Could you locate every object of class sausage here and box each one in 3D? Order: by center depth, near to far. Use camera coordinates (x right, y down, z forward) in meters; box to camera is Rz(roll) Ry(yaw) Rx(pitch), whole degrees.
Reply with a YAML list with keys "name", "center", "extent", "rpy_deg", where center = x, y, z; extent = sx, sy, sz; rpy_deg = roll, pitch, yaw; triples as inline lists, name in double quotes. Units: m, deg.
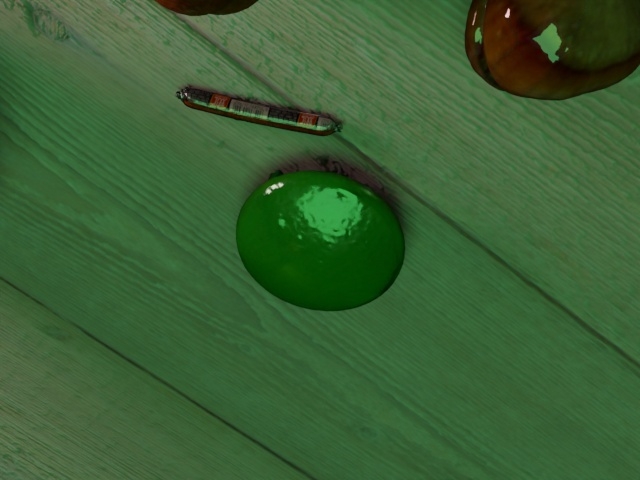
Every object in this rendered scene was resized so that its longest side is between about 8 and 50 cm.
- name: "sausage"
  center: [-0.071, -0.149, 1.255]
  extent: [0.198, 0.025, 0.028]
  rpy_deg: [11, 97, 1]

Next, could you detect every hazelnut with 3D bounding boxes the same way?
- name: "hazelnut"
  center: [0.229, -0.224, 1.060]
  extent: [0.182, 0.182, 0.182]
  rpy_deg: [5, 128, 7]

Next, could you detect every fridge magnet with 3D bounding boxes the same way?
- name: "fridge magnet"
  center: [0.000, 0.000, 1.316]
  extent: [0.208, 0.088, 0.208]
  rpy_deg: [5, 127, 7]

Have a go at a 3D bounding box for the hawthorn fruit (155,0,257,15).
- name: "hawthorn fruit"
  center: [-0.117, -0.332, 1.038]
  extent: [0.196, 0.196, 0.225]
  rpy_deg: [-34, 92, 31]
